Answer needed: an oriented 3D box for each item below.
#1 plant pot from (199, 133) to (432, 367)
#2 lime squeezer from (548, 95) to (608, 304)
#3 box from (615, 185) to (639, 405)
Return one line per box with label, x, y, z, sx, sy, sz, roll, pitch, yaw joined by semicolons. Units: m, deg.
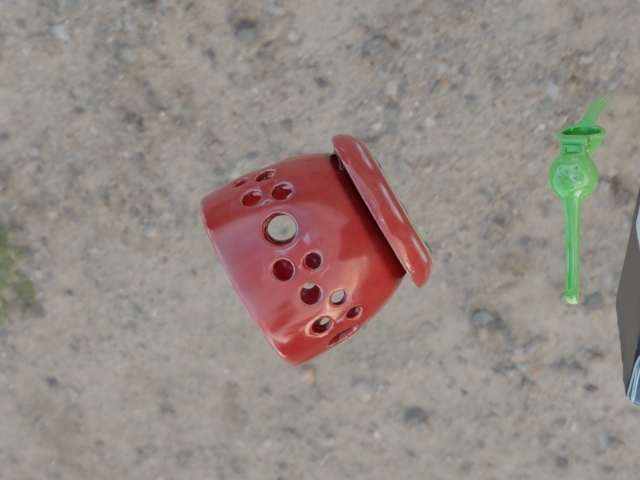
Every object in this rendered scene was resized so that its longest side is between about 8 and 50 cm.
plant pot;0.000;0.000;1.188;0.174;0.191;0.191;-32;103;5
lime squeezer;0.309;-0.086;1.425;0.058;0.310;0.110;-13;137;36
box;0.427;-0.024;0.838;0.395;0.212;0.294;9;109;8
